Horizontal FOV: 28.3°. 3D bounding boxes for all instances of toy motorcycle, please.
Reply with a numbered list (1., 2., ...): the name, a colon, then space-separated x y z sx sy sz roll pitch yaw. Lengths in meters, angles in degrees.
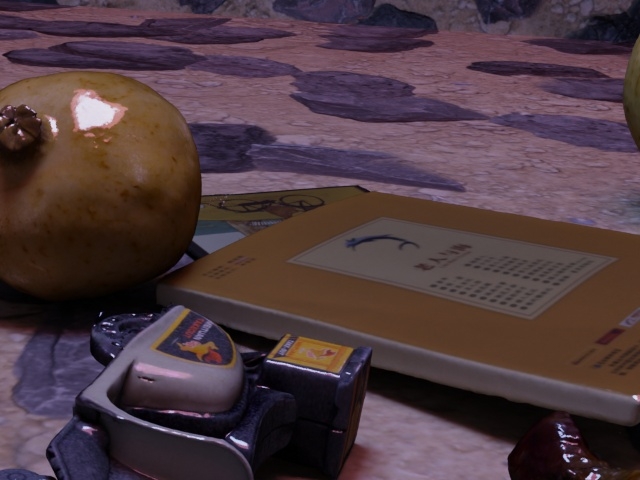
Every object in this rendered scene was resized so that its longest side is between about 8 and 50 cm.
1. toy motorcycle: -0.065 0.102 0.611 0.157 0.091 0.263 11 15 8

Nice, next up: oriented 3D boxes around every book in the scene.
1. book: 0.108 0.029 0.896 0.389 0.032 0.269 12 24 40

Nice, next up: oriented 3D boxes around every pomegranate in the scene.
1. pomegranate: -0.179 -0.043 0.921 0.196 0.196 0.196 3 16 -1

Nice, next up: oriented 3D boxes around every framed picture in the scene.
1. framed picture: 0.000 0.000 1.113 0.244 0.013 0.324 -6 18 -26

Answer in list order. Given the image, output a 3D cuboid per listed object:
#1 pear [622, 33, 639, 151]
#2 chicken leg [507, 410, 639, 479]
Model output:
1. pear: 0.462 -0.152 1.253 0.309 0.309 0.309 3 16 -1
2. chicken leg: 0.102 0.148 0.522 0.177 0.083 0.322 1 14 33
